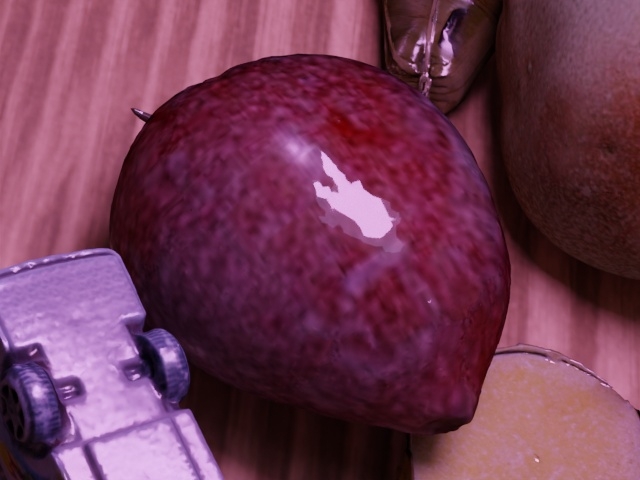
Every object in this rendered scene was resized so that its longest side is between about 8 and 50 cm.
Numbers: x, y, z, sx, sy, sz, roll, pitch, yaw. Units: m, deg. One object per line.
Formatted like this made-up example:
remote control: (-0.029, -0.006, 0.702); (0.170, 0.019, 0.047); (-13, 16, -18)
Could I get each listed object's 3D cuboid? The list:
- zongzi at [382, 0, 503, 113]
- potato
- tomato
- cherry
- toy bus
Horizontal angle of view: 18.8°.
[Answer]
zongzi: (0.051, -0.175, 1.461); (0.178, 0.081, 0.189); (23, 62, 21)
potato: (0.125, 0.161, 1.238); (0.164, 0.081, 0.200); (28, 47, 7)
tomato: (0.247, -0.124, 1.355); (0.239, 0.303, 0.303); (12, 53, -19)
cherry: (0.000, 0.000, 1.208); (0.230, 0.203, 0.300); (-18, 55, -46)
toy bus: (-0.104, 0.171, 1.085); (0.109, 0.136, 0.329); (-14, 65, -30)
